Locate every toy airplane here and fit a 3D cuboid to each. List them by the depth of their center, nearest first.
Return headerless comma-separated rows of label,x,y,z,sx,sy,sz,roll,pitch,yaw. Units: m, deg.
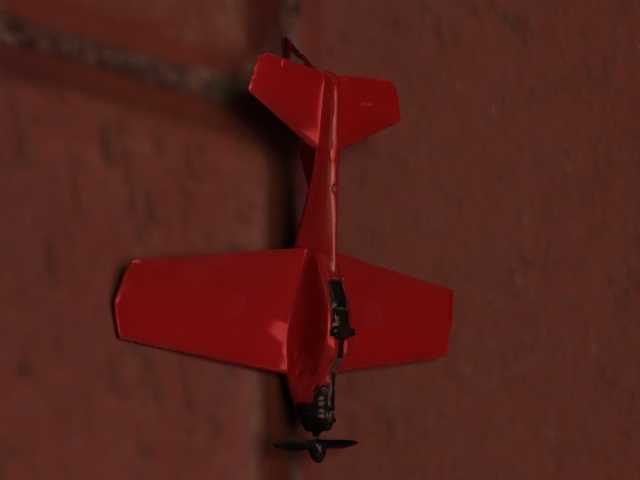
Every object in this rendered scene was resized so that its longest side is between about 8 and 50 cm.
toy airplane,0.000,0.000,0.495,0.151,0.028,0.151,9,76,-40
